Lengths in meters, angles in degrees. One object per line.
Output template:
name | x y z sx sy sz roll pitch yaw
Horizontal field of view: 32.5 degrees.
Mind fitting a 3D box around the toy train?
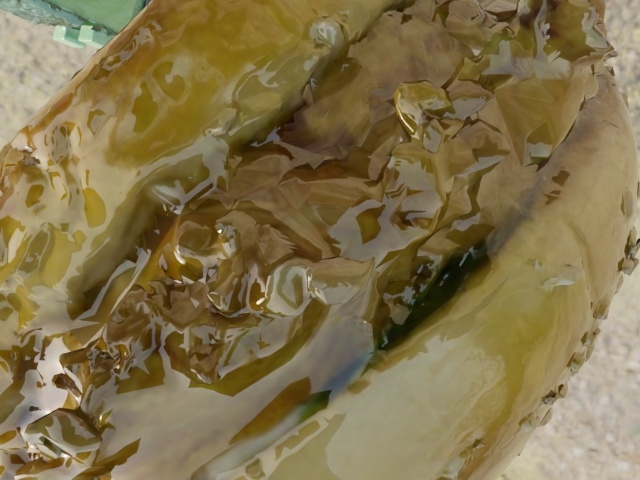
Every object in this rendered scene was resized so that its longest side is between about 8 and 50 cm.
toy train | -0.308 -0.338 1.240 0.159 0.188 0.272 14 178 42

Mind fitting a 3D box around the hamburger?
hamburger | 0.000 0.000 0.500 0.268 0.445 0.287 49 157 -5
